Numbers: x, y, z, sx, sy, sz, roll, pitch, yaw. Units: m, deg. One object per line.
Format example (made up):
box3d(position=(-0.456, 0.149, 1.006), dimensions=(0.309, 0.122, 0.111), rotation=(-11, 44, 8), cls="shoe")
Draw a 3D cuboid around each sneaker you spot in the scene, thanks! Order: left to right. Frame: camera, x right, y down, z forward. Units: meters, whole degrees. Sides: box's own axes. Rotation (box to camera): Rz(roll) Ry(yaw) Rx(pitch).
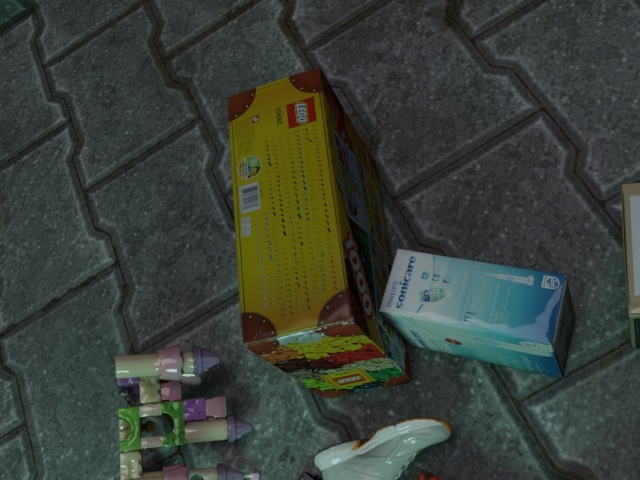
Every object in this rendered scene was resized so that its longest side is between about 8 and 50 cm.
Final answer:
box3d(position=(0.123, 0.401, 1.368), dimensions=(0.262, 0.099, 0.121), rotation=(-26, 67, 19), cls="sneaker")

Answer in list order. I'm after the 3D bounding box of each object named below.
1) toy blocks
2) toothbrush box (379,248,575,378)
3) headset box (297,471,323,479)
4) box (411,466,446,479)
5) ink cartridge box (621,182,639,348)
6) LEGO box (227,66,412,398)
box3d(position=(-0.262, 0.358, 1.496), dimensions=(0.260, 0.309, 0.288), rotation=(-3, 74, -14), cls="toy blocks")
box3d(position=(0.281, 0.129, 1.347), dimensions=(0.295, 0.216, 0.126), rotation=(10, 71, 25), cls="toothbrush box")
box3d(position=(-0.022, 0.476, 1.418), dimensions=(0.062, 0.032, 0.083), rotation=(31, 82, 31), cls="headset box")
box3d(position=(0.186, 0.544, 1.236), dimensions=(0.201, 0.057, 0.293), rotation=(20, 61, 23), cls="box")
box3d(position=(0.558, 0.045, 1.284), dimensions=(0.088, 0.193, 0.235), rotation=(-2, 66, 22), cls="ink cartridge box")
box3d(position=(0.000, 0.000, 1.432), dimensions=(0.193, 0.372, 0.500), rotation=(-15, 62, 15), cls="LEGO box")
